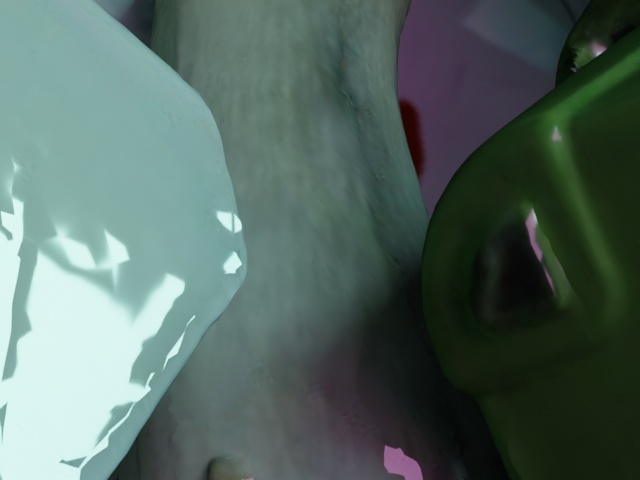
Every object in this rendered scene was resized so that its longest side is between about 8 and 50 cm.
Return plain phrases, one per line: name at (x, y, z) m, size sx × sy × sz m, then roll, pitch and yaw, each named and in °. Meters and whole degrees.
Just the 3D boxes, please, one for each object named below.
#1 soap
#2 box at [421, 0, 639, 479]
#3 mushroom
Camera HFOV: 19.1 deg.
soap at (-0.197, -0.040, 0.324) m, size 0.347 × 0.115 × 0.208 m, roll 41°, pitch 50°, yaw -8°
box at (0.181, 0.070, 0.370) m, size 0.178 × 0.252 × 0.329 m, roll -31°, pitch 97°, yaw -59°
mushroom at (-0.002, 0.000, 0.445) m, size 0.096 × 0.099 × 0.278 m, roll 16°, pitch 54°, yaw -32°
